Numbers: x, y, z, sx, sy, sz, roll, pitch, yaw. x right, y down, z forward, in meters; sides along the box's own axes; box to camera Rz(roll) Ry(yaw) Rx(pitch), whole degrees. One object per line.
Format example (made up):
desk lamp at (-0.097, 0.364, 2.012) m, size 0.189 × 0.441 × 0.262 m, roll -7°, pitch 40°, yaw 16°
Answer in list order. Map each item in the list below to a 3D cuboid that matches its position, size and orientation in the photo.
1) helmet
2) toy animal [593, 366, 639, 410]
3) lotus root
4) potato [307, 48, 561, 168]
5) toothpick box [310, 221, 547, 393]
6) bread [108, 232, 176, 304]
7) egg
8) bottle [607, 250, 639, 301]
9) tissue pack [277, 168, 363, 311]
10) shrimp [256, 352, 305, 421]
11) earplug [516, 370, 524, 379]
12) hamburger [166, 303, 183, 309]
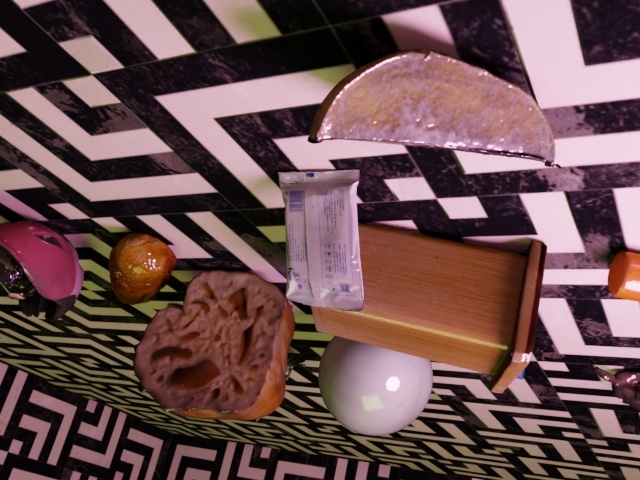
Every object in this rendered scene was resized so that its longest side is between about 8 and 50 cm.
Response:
helmet at (-0.549, 0.043, 1.330) m, size 0.198 × 0.154 × 0.253 m, roll 28°, pitch 140°, yaw 15°
toy animal at (0.647, 0.310, 1.365) m, size 0.233 × 0.084 × 0.148 m, roll 25°, pitch 154°, yaw -32°
lotus root at (-0.192, 0.212, 1.352) m, size 0.317 × 0.315 × 0.250 m, roll 6°, pitch 159°, yaw 16°
potato at (0.113, -0.143, 0.702) m, size 0.262 × 0.100 × 0.120 m, roll 4°, pitch -164°, yaw -12°
toothpick box at (0.155, 0.087, 1.035) m, size 0.309 × 0.187 × 0.190 m, roll 13°, pitch 156°, yaw 10°
bread at (-0.369, 0.075, 1.379) m, size 0.124 × 0.083 × 0.344 m, roll 20°, pitch 155°, yaw -13°
egg at (0.109, 0.284, 1.409) m, size 0.230 × 0.229 × 0.371 m, roll 12°, pitch 162°, yaw 3°
bottle at (0.496, 0.062, 0.935) m, size 0.187 × 0.069 × 0.069 m, roll 10°, pitch 155°, yaw 3°
tissue pack at (0.000, 0.000, 0.942) m, size 0.123 × 0.192 × 0.026 m, roll 1°, pitch -170°, yaw 26°
shrimp at (-0.156, 0.374, 1.814) m, size 0.372 × 0.137 × 0.172 m, roll -16°, pitch 103°, yaw 56°
earplug at (0.224, 0.153, 1.204) m, size 0.273 × 0.132 × 0.132 m, roll 7°, pitch 155°, yaw 21°
hamburger at (-0.340, 0.186, 1.648) m, size 0.076 × 0.044 × 0.083 m, roll 14°, pitch 153°, yaw -2°
